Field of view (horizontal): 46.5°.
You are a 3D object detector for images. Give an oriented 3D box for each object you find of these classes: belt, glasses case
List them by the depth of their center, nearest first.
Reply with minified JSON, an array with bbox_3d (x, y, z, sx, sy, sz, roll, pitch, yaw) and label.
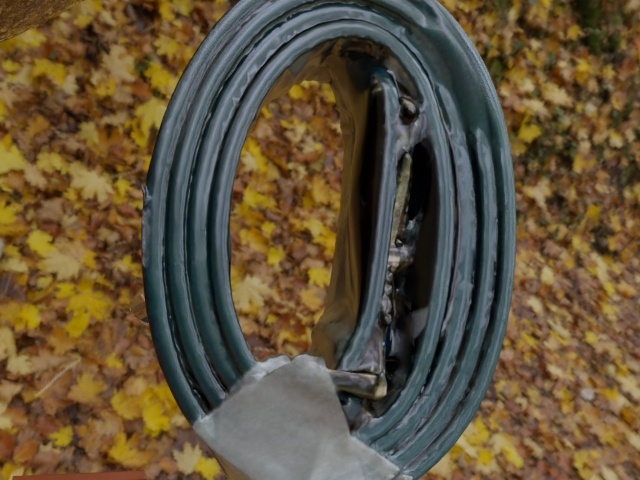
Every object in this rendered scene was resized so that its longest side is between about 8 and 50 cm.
[{"bbox_3d":[0.000,-0.001,0.643,0.300,0.437,0.173,3,-6,-9],"label":"belt"},{"bbox_3d":[-0.366,0.132,1.580,0.065,0.041,0.170,61,0,-9],"label":"glasses case"}]

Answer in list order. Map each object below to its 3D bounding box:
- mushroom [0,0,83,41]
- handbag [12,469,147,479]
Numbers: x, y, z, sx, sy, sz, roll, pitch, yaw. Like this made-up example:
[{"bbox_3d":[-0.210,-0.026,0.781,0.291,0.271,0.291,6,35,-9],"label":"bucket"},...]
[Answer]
[{"bbox_3d":[-0.333,-0.323,0.807,0.313,0.225,0.397,-18,26,-13],"label":"mushroom"},{"bbox_3d":[-0.327,0.379,1.028,0.190,0.063,0.127,6,21,-22],"label":"handbag"}]
